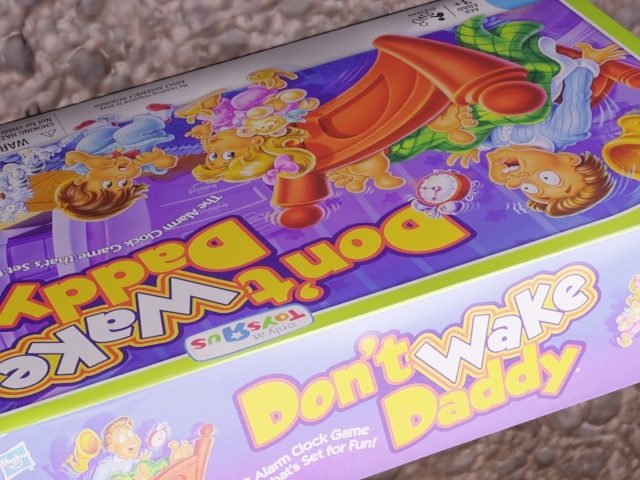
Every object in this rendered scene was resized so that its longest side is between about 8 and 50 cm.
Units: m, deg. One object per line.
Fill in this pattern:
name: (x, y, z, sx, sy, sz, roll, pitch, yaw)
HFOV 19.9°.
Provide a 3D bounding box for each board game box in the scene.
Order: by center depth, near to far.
board game box: (0.000, 0.000, 0.787, 0.347, 0.233, 0.078, -18, 123, -15)
